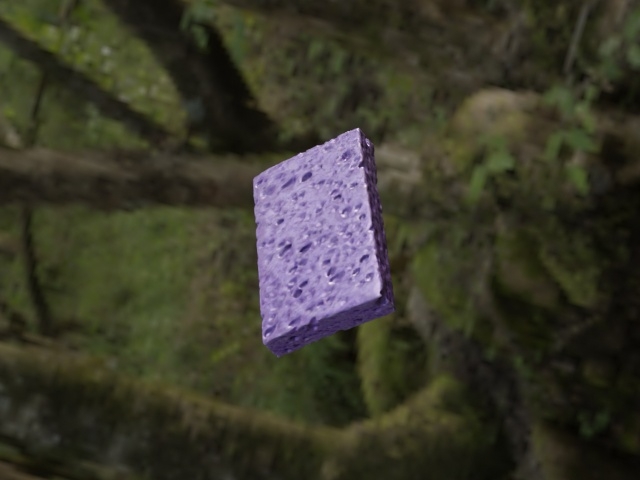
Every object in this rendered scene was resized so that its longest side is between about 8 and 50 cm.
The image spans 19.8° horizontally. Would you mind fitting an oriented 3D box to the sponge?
[{"bbox_3d":[0.000,0.000,1.617,0.031,0.117,0.210,50,-156,-41],"label":"sponge"}]
